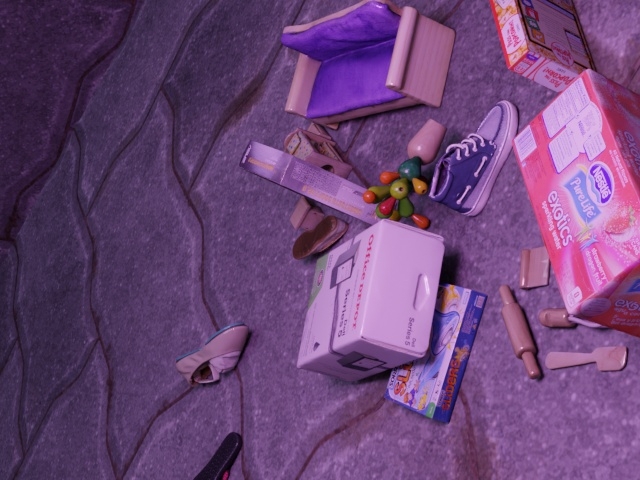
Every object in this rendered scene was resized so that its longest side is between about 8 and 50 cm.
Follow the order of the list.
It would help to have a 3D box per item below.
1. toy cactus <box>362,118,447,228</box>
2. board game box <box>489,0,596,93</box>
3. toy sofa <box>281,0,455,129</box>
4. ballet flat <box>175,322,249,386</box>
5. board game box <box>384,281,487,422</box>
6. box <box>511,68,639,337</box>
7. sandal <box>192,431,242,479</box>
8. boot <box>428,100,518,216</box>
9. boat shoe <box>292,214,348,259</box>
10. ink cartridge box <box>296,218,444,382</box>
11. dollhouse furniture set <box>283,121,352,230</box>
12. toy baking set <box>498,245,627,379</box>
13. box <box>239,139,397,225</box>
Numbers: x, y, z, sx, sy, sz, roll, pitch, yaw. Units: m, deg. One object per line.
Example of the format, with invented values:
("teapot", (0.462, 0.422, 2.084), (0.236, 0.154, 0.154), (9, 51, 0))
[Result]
("toy cactus", (0.151, -0.106, 1.841), (0.180, 0.112, 0.219), (-59, -13, 8))
("board game box", (0.322, -0.305, 1.662), (0.045, 0.146, 0.194), (-44, 39, 39))
("toy sofa", (0.062, -0.314, 2.075), (0.362, 0.177, 0.150), (-3, 71, 58))
("ballet flat", (-0.213, 0.242, 2.336), (0.248, 0.086, 0.086), (-34, 46, 49))
("board game box", (0.175, 0.165, 1.755), (0.136, 0.035, 0.201), (12, 84, 60))
("box", (0.372, -0.048, 1.436), (0.154, 0.142, 0.300), (-47, 38, 36))
("sandal", (-0.201, 0.458, 2.228), (0.179, 0.040, 0.067), (-54, 36, 1))
("boot", (0.237, -0.136, 1.769), (0.069, 0.086, 0.190), (22, 93, 61))
("boat shoe", (0.000, 0.000, 2.132), (0.135, 0.045, 0.050), (-34, 54, 42))
("ink cartridge box", (0.075, 0.102, 1.821), (0.273, 0.114, 0.198), (145, 139, -63))
("dollhouse furniture set", (-0.045, -0.133, 2.226), (0.161, 0.101, 0.182), (-60, 31, 19))
("toy baking set", (0.325, 0.092, 1.549), (0.197, 0.030, 0.256), (-46, 38, 37))
("box", (-0.006, -0.098, 2.010), (0.183, 0.231, 0.056), (27, 94, 59))
